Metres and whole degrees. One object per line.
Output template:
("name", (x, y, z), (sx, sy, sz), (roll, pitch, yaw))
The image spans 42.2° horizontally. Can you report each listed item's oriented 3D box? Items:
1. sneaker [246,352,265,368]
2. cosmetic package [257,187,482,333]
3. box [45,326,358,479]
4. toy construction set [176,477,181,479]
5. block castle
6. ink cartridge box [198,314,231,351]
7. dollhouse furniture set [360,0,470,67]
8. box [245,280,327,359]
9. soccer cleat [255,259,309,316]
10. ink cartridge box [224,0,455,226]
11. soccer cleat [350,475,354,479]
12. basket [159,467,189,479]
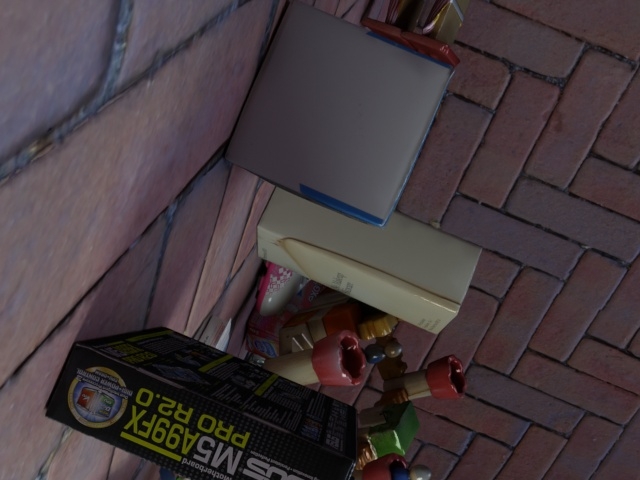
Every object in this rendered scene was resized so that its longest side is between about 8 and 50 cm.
("sneaker", (-0.143, 0.319, 1.770), (0.093, 0.088, 0.225), (82, 31, -80))
("cosmetic package", (0.067, 0.017, 1.243), (0.160, 0.309, 0.113), (98, 15, -72))
("box", (-0.077, 0.145, 0.701), (0.270, 0.216, 0.060), (60, 52, -86))
("toy construction set", (-0.150, 0.407, 1.440), (0.151, 0.215, 0.328), (-1, 124, -36))
("block castle", (0.115, 0.225, 1.438), (0.453, 0.212, 0.303), (-37, 107, -61))
("ink cartridge box", (-0.143, 0.134, 1.113), (0.083, 0.028, 0.048), (108, 7, -57))
("dollhouse furniture set", (0.141, -0.419, 1.234), (0.201, 0.152, 0.374), (-67, 159, 3))
("box", (-0.043, 0.107, 1.629), (0.128, 0.122, 0.257), (104, 9, -59))
("soccer cleat", (0.000, 0.000, 1.449), (0.116, 0.143, 0.331), (106, 9, -63))
("ink cartridge box", (0.024, -0.118, 0.885), (0.232, 0.171, 0.168), (2, 111, -85))
("soccer cleat", (0.023, 0.206, 0.614), (0.083, 0.029, 0.036), (-72, 179, -81))
("basket", (-0.169, 0.392, 1.230), (0.289, 0.201, 0.255), (-39, 176, -3))
